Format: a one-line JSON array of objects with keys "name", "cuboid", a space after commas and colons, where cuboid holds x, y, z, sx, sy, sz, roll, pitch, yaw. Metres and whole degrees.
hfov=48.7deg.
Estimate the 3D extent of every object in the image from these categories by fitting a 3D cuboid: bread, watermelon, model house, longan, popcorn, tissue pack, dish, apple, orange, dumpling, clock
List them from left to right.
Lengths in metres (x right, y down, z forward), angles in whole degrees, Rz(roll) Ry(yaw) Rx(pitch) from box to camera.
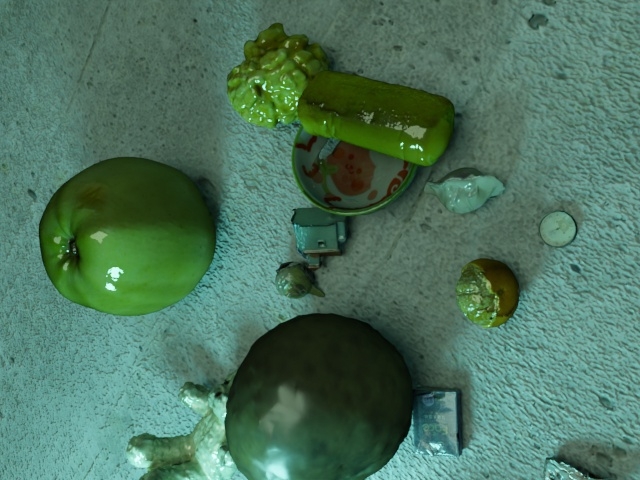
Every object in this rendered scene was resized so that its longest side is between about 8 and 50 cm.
[{"name": "apple", "cuboid": [-0.527, -0.010, 1.922, 0.473, 0.473, 0.474, 0, 89, 28]}, {"name": "popcorn", "cuboid": [-0.112, -0.414, 1.811, 0.270, 0.224, 0.258, 18, 72, 43]}, {"name": "longan", "cuboid": [-0.007, 0.365, 1.630, 0.404, 0.435, 0.404, 173, 90, -71]}, {"name": "model house", "cuboid": [0.000, 0.000, 1.820, 0.148, 0.119, 0.149, 0, 115, 6]}, {"name": "dish", "cuboid": [0.099, -0.201, 1.740, 0.324, 0.124, 0.324, -5, 74, 19]}, {"name": "bread", "cuboid": [0.121, -0.293, 1.625, 0.383, 0.112, 0.166, 20, 84, 25]}, {"name": "tissue pack", "cuboid": [0.279, 0.431, 1.684, 0.112, 0.051, 0.156, -3, 87, 27]}, {"name": "dumpling", "cuboid": [0.324, -0.118, 1.621, 0.188, 0.127, 0.108, 2, 85, 23]}, {"name": "orange", "cuboid": [0.370, 0.118, 1.591, 0.156, 0.134, 0.157, 3, 80, -15]}, {"name": "clock", "cuboid": [0.527, -0.025, 1.574, 0.085, 0.017, 0.085, 0, 90, 28]}, {"name": "watermelon", "cuboid": [0.543, 0.529, 1.537, 0.187, 0.071, 0.139, -40, 65, 31]}]

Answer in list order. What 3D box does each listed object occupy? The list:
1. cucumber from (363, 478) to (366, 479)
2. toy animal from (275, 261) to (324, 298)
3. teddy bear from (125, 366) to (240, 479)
[{"name": "cucumber", "cuboid": [0.085, 0.557, 1.789, 0.048, 0.048, 0.105, -48, 69, 19]}, {"name": "toy animal", "cuboid": [-0.055, 0.105, 1.860, 0.098, 0.137, 0.098, -50, 32, 47]}, {"name": "teddy bear", "cuboid": [-0.287, 0.458, 1.849, 0.327, 0.375, 0.362, 52, 133, 48]}]
